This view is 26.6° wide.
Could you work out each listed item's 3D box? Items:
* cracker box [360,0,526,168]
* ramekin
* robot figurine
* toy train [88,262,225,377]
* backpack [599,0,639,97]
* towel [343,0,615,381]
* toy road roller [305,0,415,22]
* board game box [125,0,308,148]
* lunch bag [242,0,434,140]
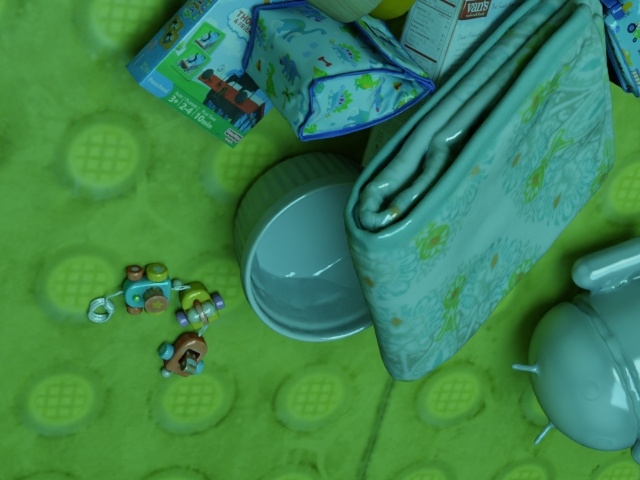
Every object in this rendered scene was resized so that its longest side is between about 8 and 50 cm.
[{"bbox_3d":[0.141,-0.177,1.441,0.155,0.067,0.232,-17,133,-49],"label":"cracker box"},{"bbox_3d":[0.000,0.000,1.511,0.207,0.109,0.207,-10,124,-15],"label":"ramekin"},{"bbox_3d":[0.413,0.139,1.708,0.353,0.200,0.300,-22,103,-7],"label":"robot figurine"},{"bbox_3d":[-0.175,0.098,1.544,0.166,0.046,0.125,35,104,-35],"label":"toy train"},{"bbox_3d":[0.372,-0.263,1.486,0.173,0.117,0.158,-33,128,-3],"label":"backpack"},{"bbox_3d":[0.180,-0.052,1.442,0.374,0.090,0.320,-46,148,-17],"label":"towel"},{"bbox_3d":[0.078,-0.364,1.185,0.202,0.240,0.330,28,84,-33],"label":"toy road roller"},{"bbox_3d":[-0.070,-0.208,1.371,0.211,0.039,0.160,-46,141,10],"label":"board game box"},{"bbox_3d":[0.021,-0.177,1.337,0.151,0.129,0.096,-12,139,-30],"label":"lunch bag"}]
